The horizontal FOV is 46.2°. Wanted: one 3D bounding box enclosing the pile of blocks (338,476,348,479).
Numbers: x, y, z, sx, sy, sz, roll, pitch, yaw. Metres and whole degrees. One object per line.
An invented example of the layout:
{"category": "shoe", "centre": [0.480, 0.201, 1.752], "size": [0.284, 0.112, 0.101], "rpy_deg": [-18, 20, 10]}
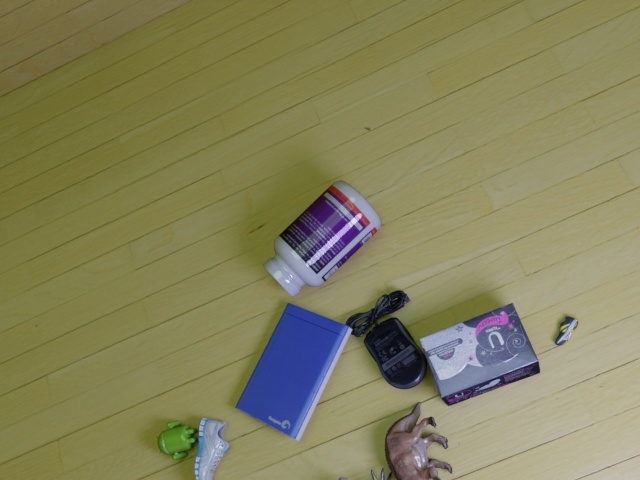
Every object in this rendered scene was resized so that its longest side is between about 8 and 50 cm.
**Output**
{"category": "pile of blocks", "centre": [0.062, 0.759, 1.792], "size": [0.113, 0.149, 0.362], "rpy_deg": [17, 81, -22]}

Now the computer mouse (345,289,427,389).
{"category": "computer mouse", "centre": [0.197, 0.276, 1.954], "size": [0.189, 0.072, 0.272], "rpy_deg": [-31, 51, 5]}

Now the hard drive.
{"category": "hard drive", "centre": [-0.073, 0.343, 2.001], "size": [0.210, 0.040, 0.318], "rpy_deg": [18, 75, 35]}

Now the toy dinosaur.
{"category": "toy dinosaur", "centre": [0.204, 0.533, 1.819], "size": [0.201, 0.127, 0.295], "rpy_deg": [-16, 59, 18]}

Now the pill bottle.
{"category": "pill bottle", "centre": [0.000, 0.000, 2.058], "size": [0.323, 0.181, 0.181], "rpy_deg": [-43, 63, -3]}

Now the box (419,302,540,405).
{"category": "box", "centre": [0.391, 0.281, 1.845], "size": [0.247, 0.142, 0.163], "rpy_deg": [-22, 64, 7]}

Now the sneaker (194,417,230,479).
{"category": "sneaker", "centre": [-0.282, 0.563, 1.984], "size": [0.083, 0.071, 0.190], "rpy_deg": [-3, 68, 10]}

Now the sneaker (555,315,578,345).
{"category": "sneaker", "centre": [0.606, 0.225, 1.867], "size": [0.083, 0.031, 0.035], "rpy_deg": [-49, 50, -10]}

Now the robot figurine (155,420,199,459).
{"category": "robot figurine", "centre": [-0.388, 0.538, 2.026], "size": [0.115, 0.067, 0.101], "rpy_deg": [-18, 77, 10]}
